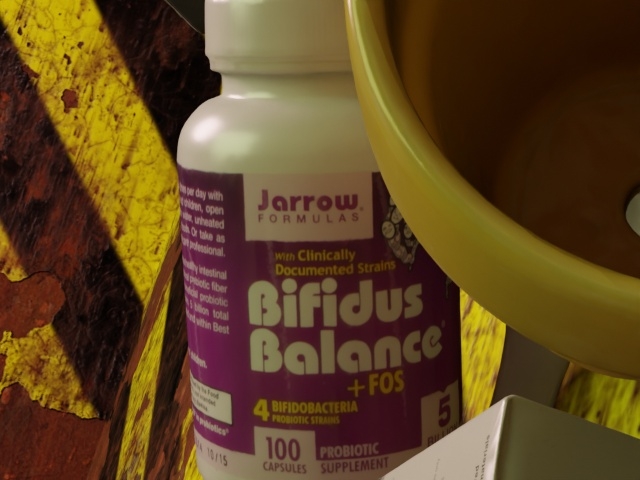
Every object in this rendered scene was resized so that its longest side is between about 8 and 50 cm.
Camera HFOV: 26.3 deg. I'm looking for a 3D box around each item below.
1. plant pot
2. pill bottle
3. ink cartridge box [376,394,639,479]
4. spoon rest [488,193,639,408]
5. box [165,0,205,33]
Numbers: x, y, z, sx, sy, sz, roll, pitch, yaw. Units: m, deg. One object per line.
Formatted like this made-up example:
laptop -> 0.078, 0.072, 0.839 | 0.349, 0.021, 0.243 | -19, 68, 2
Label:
plant pot -> 0.146, -0.051, 0.555 | 0.239, 0.254, 0.254 | 70, -147, -68
pill bottle -> 0.000, 0.000, 0.833 | 0.169, 0.169, 0.301 | -136, 42, -75
ink cartridge box -> 0.097, 0.164, 0.622 | 0.219, 0.160, 0.092 | 131, 155, -57
spoon rest -> 0.134, 0.027, 0.780 | 0.084, 0.137, 0.276 | -60, -15, -63
box -> 0.068, -0.294, 0.937 | 0.179, 0.343, 0.312 | 42, -116, -62
